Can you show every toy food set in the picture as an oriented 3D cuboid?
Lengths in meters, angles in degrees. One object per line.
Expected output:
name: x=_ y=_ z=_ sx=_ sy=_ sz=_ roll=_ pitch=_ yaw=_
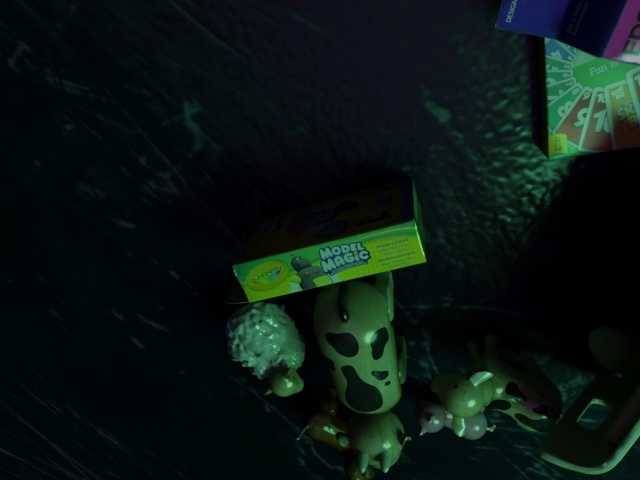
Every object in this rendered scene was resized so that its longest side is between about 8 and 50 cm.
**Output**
toy food set: x=0.337 y=0.071 z=0.545 sx=0.092 sy=0.219 sz=0.306 roll=34 pitch=122 yaw=32

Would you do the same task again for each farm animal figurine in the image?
farm animal figurine: x=0.087 y=0.171 z=0.639 sx=0.330 sy=0.172 sz=0.327 roll=-26 pitch=109 yaw=19

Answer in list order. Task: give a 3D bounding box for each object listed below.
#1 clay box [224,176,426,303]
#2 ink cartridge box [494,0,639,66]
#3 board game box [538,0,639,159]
clay box: x=0.000 y=0.000 z=0.594 sx=0.222 sy=0.127 sz=0.053 roll=-14 pitch=113 yaw=14
ink cartridge box: x=0.350 y=-0.219 z=0.430 sx=0.371 sy=0.069 sz=0.176 roll=13 pitch=122 yaw=5
board game box: x=0.269 y=-0.211 z=0.504 sx=0.124 sy=0.039 sz=0.259 roll=-8 pitch=112 yaw=12
